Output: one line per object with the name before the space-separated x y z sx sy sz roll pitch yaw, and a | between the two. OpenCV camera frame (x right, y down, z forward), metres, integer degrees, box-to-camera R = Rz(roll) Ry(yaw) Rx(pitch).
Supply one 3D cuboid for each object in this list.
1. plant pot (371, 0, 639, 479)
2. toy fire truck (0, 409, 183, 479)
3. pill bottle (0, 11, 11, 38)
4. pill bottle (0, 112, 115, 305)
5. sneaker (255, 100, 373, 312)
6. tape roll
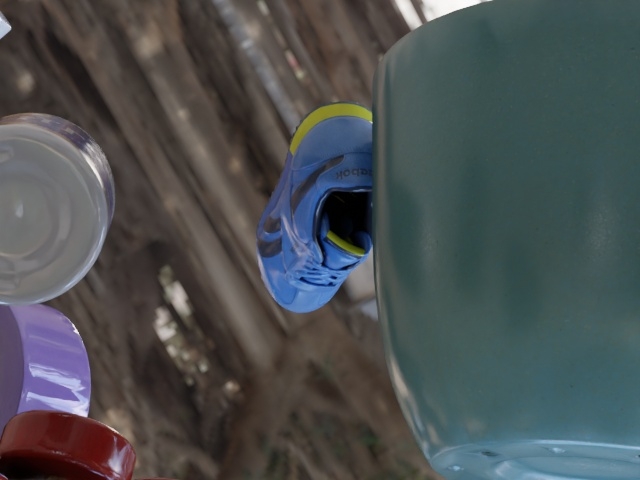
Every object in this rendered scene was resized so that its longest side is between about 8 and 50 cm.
plant pot | 0.164 0.027 0.894 0.293 0.293 0.235 -16 -120 47
toy fire truck | -0.222 0.253 1.144 0.253 0.302 0.169 -13 -128 34
pill bottle | -0.391 -0.178 1.472 0.180 0.108 0.108 -39 -168 0
pill bottle | -0.191 -0.027 1.005 0.112 0.112 0.187 -29 -170 -1
sneaker | 0.000 0.000 1.064 0.069 0.082 0.209 0 142 -15
tape roll | -0.292 0.137 1.319 0.189 0.189 0.080 -22 152 30
